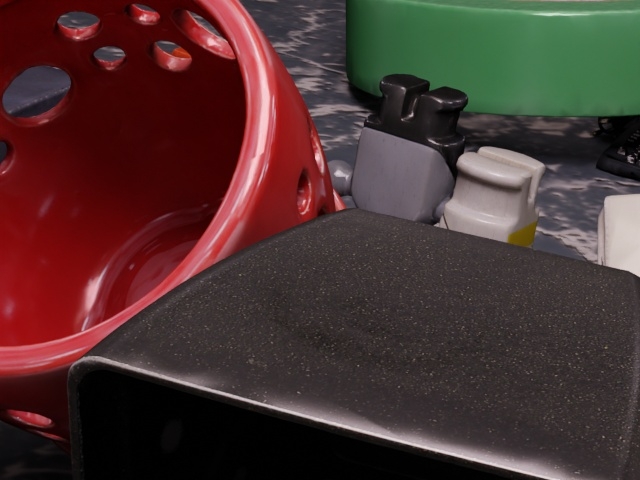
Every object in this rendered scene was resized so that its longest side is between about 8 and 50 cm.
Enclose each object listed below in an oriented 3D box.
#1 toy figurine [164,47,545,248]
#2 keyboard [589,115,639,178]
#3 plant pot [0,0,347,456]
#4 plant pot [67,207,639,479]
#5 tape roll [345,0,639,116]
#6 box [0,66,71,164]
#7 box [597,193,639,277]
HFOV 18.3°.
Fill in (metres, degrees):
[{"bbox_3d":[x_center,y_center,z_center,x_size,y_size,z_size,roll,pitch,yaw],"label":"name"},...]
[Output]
[{"bbox_3d":[0.000,0.000,1.044,0.210,0.148,0.213,4,19,-21],"label":"toy figurine"},{"bbox_3d":[0.251,-0.088,1.454,0.100,0.038,0.192,14,23,19],"label":"keyboard"},{"bbox_3d":[-0.078,0.001,0.827,0.191,0.191,0.174,20,-18,30],"label":"plant pot"},{"bbox_3d":[0.034,0.093,0.713,0.187,0.188,0.167,13,34,17],"label":"plant pot"},{"bbox_3d":[0.179,-0.160,1.491,0.321,0.077,0.321,-1,14,0],"label":"tape roll"},{"bbox_3d":[-0.190,0.002,0.954,0.093,0.156,0.158,16,24,25],"label":"box"},{"bbox_3d":[0.278,0.057,0.833,0.311,0.148,0.121,-5,53,15],"label":"box"}]
